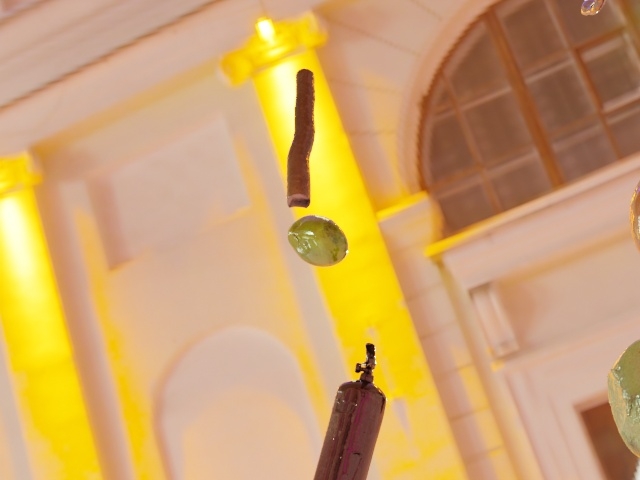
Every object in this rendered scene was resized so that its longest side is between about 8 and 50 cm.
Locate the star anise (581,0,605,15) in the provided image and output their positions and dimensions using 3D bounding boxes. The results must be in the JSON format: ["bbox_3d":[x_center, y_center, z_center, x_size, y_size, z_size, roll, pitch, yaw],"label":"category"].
[{"bbox_3d":[0.328,-0.472,1.729,0.139,0.316,0.359,-19,-6,3],"label":"star anise"}]

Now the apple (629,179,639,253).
[{"bbox_3d":[0.628,-0.044,2.118,0.253,0.253,0.253,-16,-21,-7],"label":"apple"}]

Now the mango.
[{"bbox_3d":[0.000,0.000,1.685,0.056,0.073,0.108,-42,10,-17],"label":"mango"}]

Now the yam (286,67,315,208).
[{"bbox_3d":[-0.033,-0.182,2.322,0.045,0.327,0.045,-13,-45,15],"label":"yam"}]

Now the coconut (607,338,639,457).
[{"bbox_3d":[0.560,0.262,2.084,0.204,0.236,0.236,-52,-8,-25],"label":"coconut"}]

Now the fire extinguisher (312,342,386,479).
[{"bbox_3d":[0.038,0.273,1.782,0.072,0.267,0.089,13,-12,14],"label":"fire extinguisher"}]
